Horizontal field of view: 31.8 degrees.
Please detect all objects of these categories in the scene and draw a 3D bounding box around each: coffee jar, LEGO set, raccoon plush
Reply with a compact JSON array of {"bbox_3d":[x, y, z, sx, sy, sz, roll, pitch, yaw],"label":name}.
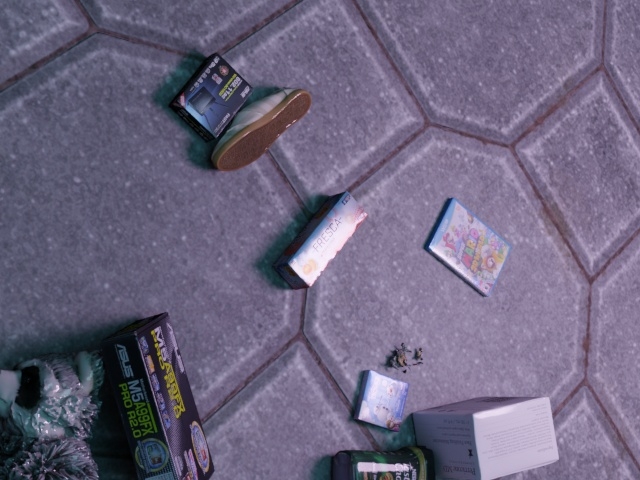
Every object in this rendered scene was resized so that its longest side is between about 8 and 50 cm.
[{"bbox_3d":[0.115,0.408,1.950,0.184,0.079,0.096,2,83,-31],"label":"coffee jar"},{"bbox_3d":[0.151,0.214,2.035,0.083,0.023,0.054,20,75,-41],"label":"LEGO set"},{"bbox_3d":[-0.356,0.369,1.648,0.299,0.216,0.446,-57,132,-35],"label":"raccoon plush"}]

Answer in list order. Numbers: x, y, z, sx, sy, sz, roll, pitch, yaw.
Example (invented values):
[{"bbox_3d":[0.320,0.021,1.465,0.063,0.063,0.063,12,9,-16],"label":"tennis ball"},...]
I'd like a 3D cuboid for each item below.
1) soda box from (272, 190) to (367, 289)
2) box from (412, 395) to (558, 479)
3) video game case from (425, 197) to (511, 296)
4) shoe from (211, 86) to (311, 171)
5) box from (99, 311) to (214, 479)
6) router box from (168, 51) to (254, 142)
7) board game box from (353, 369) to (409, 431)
[{"bbox_3d":[0.000,0.000,1.947,0.063,0.058,0.183,48,62,-17],"label":"soda box"},{"bbox_3d":[0.292,0.350,2.004,0.182,0.181,0.119,-7,87,-32],"label":"box"},{"bbox_3d":[0.284,0.013,2.141,0.166,0.015,0.119,38,67,-21],"label":"video game case"},{"bbox_3d":[-0.109,-0.193,1.913,0.219,0.058,0.076,-40,147,-26],"label":"shoe"},{"bbox_3d":[-0.240,0.255,1.685,0.060,0.216,0.270,-16,92,6],"label":"box"},{"bbox_3d":[-0.182,-0.240,1.881,0.092,0.038,0.122,43,64,-20],"label":"router box"},{"bbox_3d":[0.109,0.285,1.997,0.090,0.020,0.090,21,73,-26],"label":"board game box"}]
